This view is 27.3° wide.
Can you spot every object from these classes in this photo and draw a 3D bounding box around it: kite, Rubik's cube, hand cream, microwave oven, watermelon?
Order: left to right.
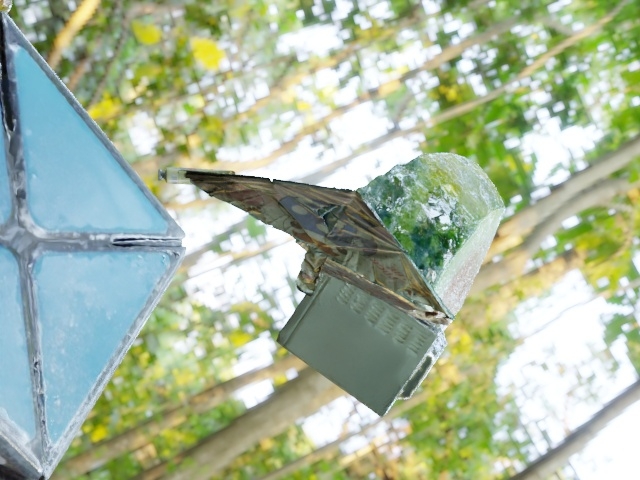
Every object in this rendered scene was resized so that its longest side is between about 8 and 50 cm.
[{"bbox_3d":[-0.294,0.021,0.966,0.255,0.260,0.259,-11,-50,40],"label":"Rubik's cube"},{"bbox_3d":[-0.164,-0.084,1.750,0.035,0.102,0.022,98,-8,-46],"label":"hand cream"},{"bbox_3d":[0.000,0.000,1.391,0.335,0.011,0.314,28,-22,-1],"label":"kite"},{"bbox_3d":[0.088,0.130,2.135,0.237,0.295,0.181,34,-80,7],"label":"microwave oven"},{"bbox_3d":[0.104,-0.001,1.753,0.193,0.310,0.232,26,-54,21],"label":"watermelon"}]

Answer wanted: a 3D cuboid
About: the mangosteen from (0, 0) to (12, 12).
[{"bbox_3d":[-0.461,-0.342,1.589,0.215,0.215,0.257,27,-37,50],"label":"mangosteen"}]
